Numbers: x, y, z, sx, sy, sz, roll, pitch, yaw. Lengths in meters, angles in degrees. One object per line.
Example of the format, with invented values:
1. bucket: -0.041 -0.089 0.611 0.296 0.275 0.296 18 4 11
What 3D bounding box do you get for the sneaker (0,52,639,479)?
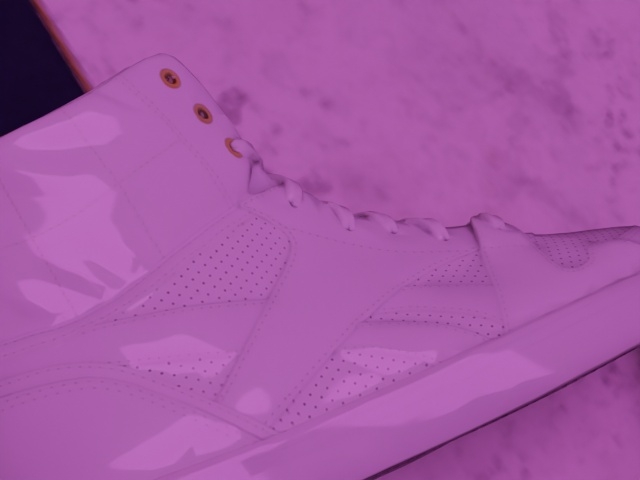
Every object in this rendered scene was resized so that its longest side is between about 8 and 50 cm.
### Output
1. sneaker: 0.000 0.000 0.510 0.293 0.108 0.169 -17 75 -33
